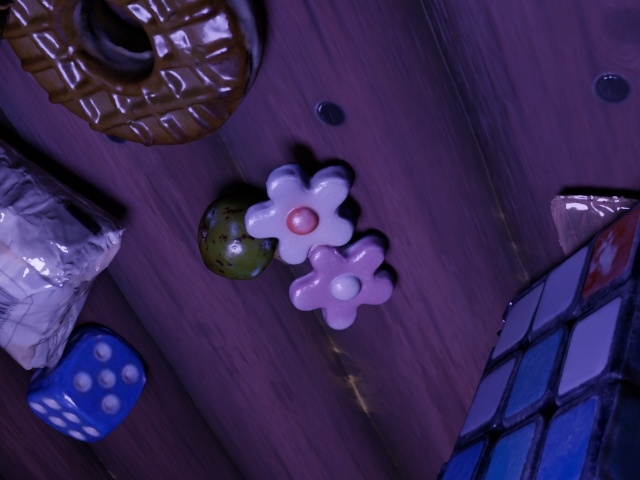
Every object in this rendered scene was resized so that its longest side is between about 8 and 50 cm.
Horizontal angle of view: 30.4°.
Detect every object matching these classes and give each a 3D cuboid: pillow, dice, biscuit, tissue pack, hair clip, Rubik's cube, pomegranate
[{"bbox_3d":[0.358,-0.003,1.283,0.211,0.034,0.135,3,140,30],"label":"pillow"},{"bbox_3d":[-0.378,0.231,1.897,0.143,0.146,0.146,42,144,-19],"label":"dice"},{"bbox_3d":[-0.219,-0.246,1.315,0.332,0.103,0.332,16,139,14],"label":"biscuit"},{"bbox_3d":[-0.490,0.006,1.676,0.390,0.195,0.375,40,141,-6],"label":"tissue pack"},{"bbox_3d":[0.002,0.004,1.459,0.146,0.075,0.257,-29,117,-1],"label":"hair clip"},{"bbox_3d":[0.366,0.220,1.233,0.363,0.362,0.359,30,146,-5],"label":"Rubik's cube"},{"bbox_3d":[-0.088,-0.001,1.508,0.142,0.114,0.114,12,148,-27],"label":"pomegranate"}]

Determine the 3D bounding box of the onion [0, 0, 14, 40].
[{"bbox_3d":[-0.494,-0.235,1.295,0.420,0.398,0.398,-13,126,24],"label":"onion"}]
